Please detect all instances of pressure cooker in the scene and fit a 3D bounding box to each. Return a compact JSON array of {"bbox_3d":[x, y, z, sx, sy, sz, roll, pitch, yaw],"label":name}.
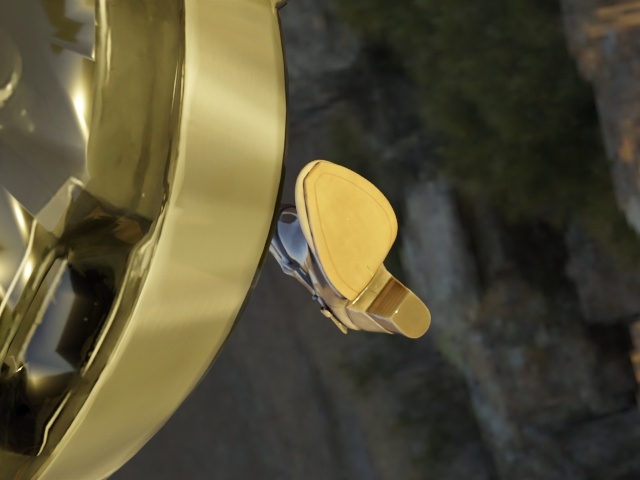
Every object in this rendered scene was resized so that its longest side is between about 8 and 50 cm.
[{"bbox_3d":[-0.201,-0.046,0.672,0.420,0.369,0.376,3,-78,-84],"label":"pressure cooker"}]

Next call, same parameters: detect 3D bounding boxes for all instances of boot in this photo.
[{"bbox_3d":[0.000,0.000,0.839,0.087,0.042,0.118,27,154,50],"label":"boot"}]
